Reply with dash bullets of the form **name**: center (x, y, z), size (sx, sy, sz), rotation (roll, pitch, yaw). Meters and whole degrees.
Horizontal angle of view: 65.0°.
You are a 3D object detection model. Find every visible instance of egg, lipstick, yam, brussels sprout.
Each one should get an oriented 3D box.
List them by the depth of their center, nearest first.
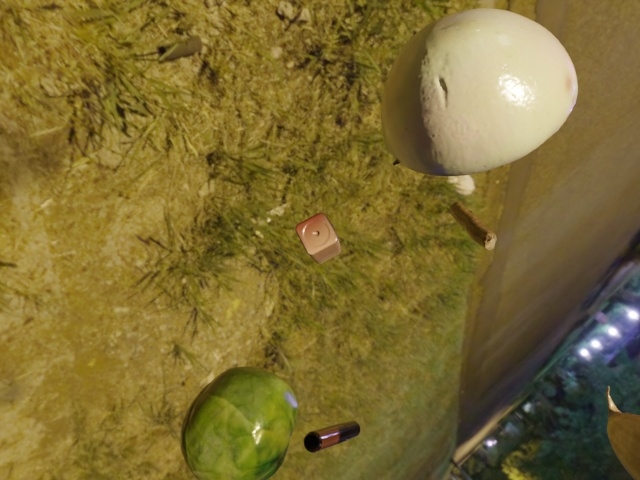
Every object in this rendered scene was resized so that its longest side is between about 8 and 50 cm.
- **egg**: center (0.195, -0.210, 0.642), size (0.271, 0.206, 0.162), rotation (-28, 127, 6)
- **lipstick**: center (0.000, 0.000, 0.678), size (0.045, 0.045, 0.145), rotation (-30, 172, 0)
- **brussels sprout**: center (-0.162, 0.381, 0.997), size (0.271, 0.210, 0.219), rotation (101, 11, -45)
- **yam**: center (0.417, -0.044, 1.379), size (0.056, 0.241, 0.057), rotation (-3, 116, -7)
- **lipstick**: center (0.041, 0.573, 1.482), size (0.057, 0.057, 0.356), rotation (-46, 156, 5)

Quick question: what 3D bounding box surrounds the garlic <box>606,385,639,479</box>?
- **garlic**: center (0.508, 0.290, 0.673), size (0.145, 0.164, 0.245), rotation (-6, 174, -28)
